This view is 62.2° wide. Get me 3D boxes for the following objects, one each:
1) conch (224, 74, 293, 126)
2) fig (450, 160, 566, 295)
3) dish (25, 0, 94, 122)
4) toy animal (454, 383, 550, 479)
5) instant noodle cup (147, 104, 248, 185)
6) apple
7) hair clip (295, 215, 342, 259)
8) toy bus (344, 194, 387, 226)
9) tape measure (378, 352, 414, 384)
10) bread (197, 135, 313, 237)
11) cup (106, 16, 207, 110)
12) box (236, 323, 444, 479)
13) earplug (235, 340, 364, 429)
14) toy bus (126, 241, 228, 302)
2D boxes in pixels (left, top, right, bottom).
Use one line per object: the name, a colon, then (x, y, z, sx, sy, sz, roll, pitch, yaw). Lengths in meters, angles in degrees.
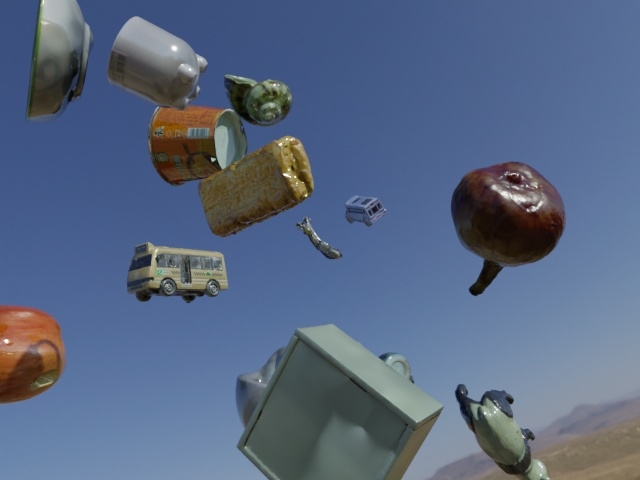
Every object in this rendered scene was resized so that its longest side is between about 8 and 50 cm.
conch: (-0.169, -0.374, 1.422, 0.187, 0.181, 0.124, 12, -83, -25)
fig: (0.314, -0.023, 0.958, 0.190, 0.191, 0.290, -18, -19, -6)
dish: (-0.600, -0.424, 1.235, 0.124, 0.324, 0.324, 7, -37, -30)
toy animal: (0.341, 0.365, 0.977, 0.093, 0.225, 0.121, -30, 12, 13)
instant noodle cup: (-0.315, -0.261, 1.414, 0.182, 0.231, 0.230, 1, -21, 21)
apple: (-0.733, 0.269, 1.267, 0.240, 0.242, 0.242, -2, -32, -45)
hair clip: (0.000, 0.000, 1.548, 0.049, 0.172, 0.116, -44, -13, -2)
toy bus: (0.130, -0.096, 1.643, 0.073, 0.076, 0.167, -38, 22, -17)
tape measure: (0.157, 0.334, 1.361, 0.104, 0.107, 0.179, -22, 5, -20)
bread: (-0.105, -0.084, 0.856, 0.210, 0.114, 0.083, -19, -5, 38)
cup: (-0.300, -0.305, 0.993, 0.141, 0.134, 0.173, 25, -38, -7)
box: (0.025, 0.284, 0.809, 0.117, 0.224, 0.225, 8, -68, -59)
earplug: (-0.045, 0.320, 1.216, 0.325, 0.175, 0.214, -32, -8, -11)
toy bus: (-0.536, 0.126, 1.997, 0.176, 0.202, 0.365, -14, -13, 35)
